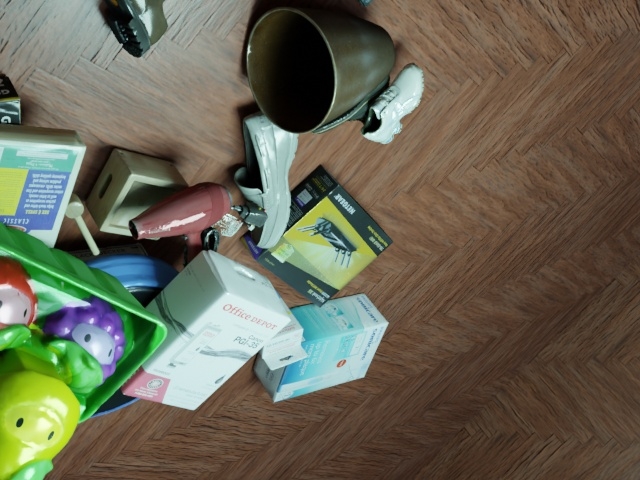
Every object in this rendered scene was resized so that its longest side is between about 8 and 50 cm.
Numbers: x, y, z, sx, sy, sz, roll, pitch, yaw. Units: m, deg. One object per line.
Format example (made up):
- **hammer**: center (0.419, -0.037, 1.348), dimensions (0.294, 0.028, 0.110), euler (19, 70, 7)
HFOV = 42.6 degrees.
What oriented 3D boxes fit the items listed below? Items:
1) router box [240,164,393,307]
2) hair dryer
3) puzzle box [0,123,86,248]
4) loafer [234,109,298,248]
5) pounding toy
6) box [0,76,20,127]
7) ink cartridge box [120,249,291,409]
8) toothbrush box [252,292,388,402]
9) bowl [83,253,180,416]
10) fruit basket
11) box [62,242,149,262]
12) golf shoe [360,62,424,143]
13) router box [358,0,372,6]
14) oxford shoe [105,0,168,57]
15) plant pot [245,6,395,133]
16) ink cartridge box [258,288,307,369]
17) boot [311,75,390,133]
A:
- **router box**: center (0.000, 0.000, 1.871), dimensions (0.243, 0.081, 0.309), euler (-42, 143, 5)
- **hair dryer**: center (-0.224, 0.002, 1.496), dimensions (0.293, 0.080, 0.223), euler (26, 91, -48)
- **puzzle box**: center (-0.580, -0.056, 1.220), dimensions (0.409, 0.052, 0.272), euler (1, 128, -41)
- **loafer**: center (-0.120, -0.118, 1.632), dimensions (0.112, 0.112, 0.319), euler (-11, 128, -25)
- **pounding toy**: center (-0.375, -0.069, 1.470), dimensions (0.206, 0.094, 0.181), euler (11, 121, -46)
- **box**: center (-0.599, -0.088, 1.279), dimensions (0.257, 0.079, 0.322), euler (-12, 136, -29)
- **ink cartridge box**: center (-0.229, 0.174, 1.547), dimensions (0.283, 0.117, 0.207), euler (-44, 143, 13)
- **toothbrush box**: center (-0.001, 0.274, 2.124), dimensions (0.296, 0.126, 0.216), euler (-9, 134, -36)
- **bowl**: center (-0.417, 0.198, 1.585), dimensions (0.391, 0.077, 0.391), euler (-23, 141, -20)
- **fruit basket**: center (-0.432, 0.179, 1.217), dimensions (0.283, 0.392, 0.392), euler (-46, 143, 10)
- **box**: center (-0.446, 0.148, 1.646), dimensions (0.169, 0.087, 0.290), euler (-6, 132, -36)
- **golf shoe**: center (0.141, -0.270, 1.626), dimensions (0.086, 0.069, 0.176), euler (-6, 130, -49)
- **router box**: center (0.095, -0.493, 1.466), dimensions (0.122, 0.038, 0.092), euler (-44, 144, 7)
- **oxford shoe**: center (-0.288, -0.395, 1.230), dimensions (0.096, 0.083, 0.227), euler (-45, 148, -25)
- **plant pot**: center (0.023, -0.322, 1.474), dimensions (0.230, 0.215, 0.215), euler (-25, 144, -42)
- **ink cartridge box**: center (-0.111, 0.204, 1.907), dimensions (0.104, 0.181, 0.061), euler (-17, 138, -27)
- **boot**: center (0.070, -0.251, 1.677), dimensions (0.198, 0.077, 0.137), euler (-34, 148, -5)
